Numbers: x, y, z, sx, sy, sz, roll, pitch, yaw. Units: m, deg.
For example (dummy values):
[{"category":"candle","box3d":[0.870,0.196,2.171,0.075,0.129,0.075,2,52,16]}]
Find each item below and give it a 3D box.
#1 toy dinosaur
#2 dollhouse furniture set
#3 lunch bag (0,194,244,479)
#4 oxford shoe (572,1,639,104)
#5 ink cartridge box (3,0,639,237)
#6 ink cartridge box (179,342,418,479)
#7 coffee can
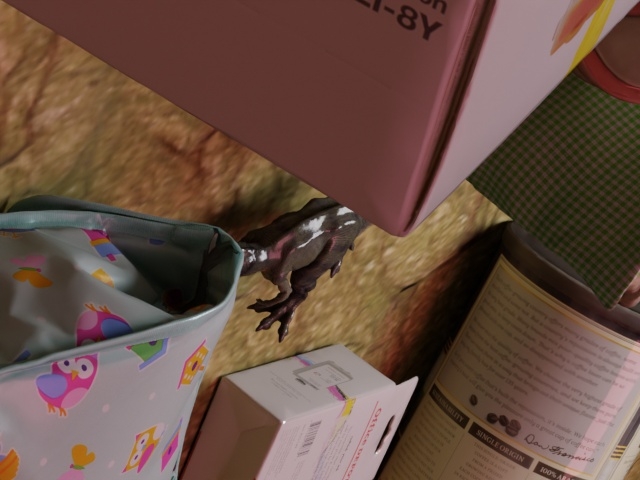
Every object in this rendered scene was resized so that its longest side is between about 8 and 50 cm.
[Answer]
[{"category":"toy dinosaur","box3d":[0.000,0.000,1.396,0.268,0.064,0.118,-27,157,-32]},{"category":"dollhouse furniture set","box3d":[0.226,-0.136,1.304,0.301,0.197,0.151,-43,155,-16]},{"category":"lunch bag","box3d":[-0.170,0.100,1.138,0.262,0.160,0.223,-14,132,-46]},{"category":"oxford shoe","box3d":[0.146,-0.280,1.190,0.141,0.146,0.396,-9,99,-11]},{"category":"ink cartridge box","box3d":[0.035,-0.212,0.919,0.385,0.279,0.160,-44,159,-43]},{"category":"ink cartridge box","box3d":[-0.015,0.153,1.562,0.198,0.067,0.115,-10,130,-54]},{"category":"coffee can","box3d":[0.190,0.149,1.754,0.201,0.201,0.275,4,117,-61]}]
